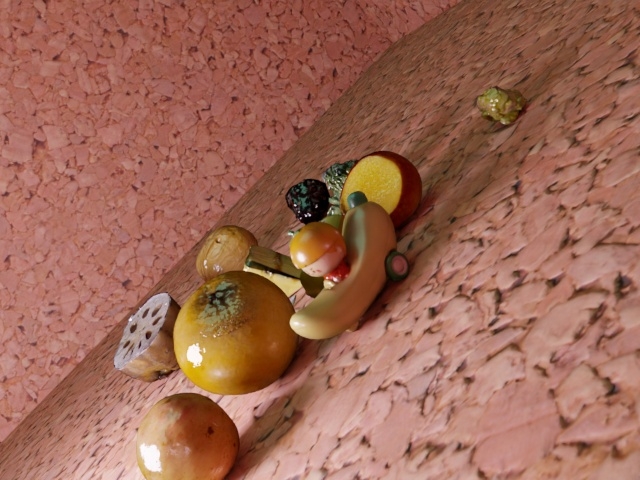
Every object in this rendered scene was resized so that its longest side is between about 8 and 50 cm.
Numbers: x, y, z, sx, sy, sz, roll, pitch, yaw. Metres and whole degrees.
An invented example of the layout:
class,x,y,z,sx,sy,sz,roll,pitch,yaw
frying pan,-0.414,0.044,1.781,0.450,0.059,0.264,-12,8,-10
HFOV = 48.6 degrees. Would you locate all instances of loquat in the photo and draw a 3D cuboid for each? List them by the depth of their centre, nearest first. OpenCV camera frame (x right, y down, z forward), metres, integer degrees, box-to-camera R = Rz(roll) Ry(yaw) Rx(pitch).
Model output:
class,x,y,z,sx,sy,sz,roll,pitch,yaw
loquat,-0.174,0.193,1.465,0.263,0.263,0.263,-40,15,13

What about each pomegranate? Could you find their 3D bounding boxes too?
class,x,y,z,sx,sy,sz,roll,pitch,yaw
pomegranate,-0.242,0.371,1.280,0.191,0.191,0.191,-40,15,13

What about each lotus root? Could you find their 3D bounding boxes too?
class,x,y,z,sx,sy,sz,roll,pitch,yaw
lotus root,-0.467,0.302,2.064,0.272,0.192,0.272,-34,26,19

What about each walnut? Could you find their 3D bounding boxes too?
class,x,y,z,sx,sy,sz,roll,pitch,yaw
walnut,-0.311,0.052,2.366,0.225,0.193,0.193,-48,15,-20

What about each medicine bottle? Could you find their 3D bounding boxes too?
class,x,y,z,sx,sy,sz,roll,pitch,yaw
medicine bottle,0.027,0.042,1.626,0.124,0.124,0.239,-36,18,25

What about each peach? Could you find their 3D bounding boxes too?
class,x,y,z,sx,sy,sz,roll,pitch,yaw
peach,0.135,-0.110,1.637,0.192,0.190,0.190,-30,2,-42

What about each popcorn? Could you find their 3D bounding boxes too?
class,x,y,z,sx,sy,sz,roll,pitch,yaw
popcorn,0.422,-0.321,1.671,0.097,0.109,0.089,-3,-63,-57

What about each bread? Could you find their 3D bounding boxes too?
class,x,y,z,sx,sy,sz,roll,pitch,yaw
bread,-0.152,0.163,1.912,0.167,0.163,0.264,-93,21,-70

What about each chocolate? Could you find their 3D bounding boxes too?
class,x,y,z,sx,sy,sz,roll,pitch,yaw
chocolate,-0.033,-0.098,2.227,0.156,0.156,0.133,-36,44,25

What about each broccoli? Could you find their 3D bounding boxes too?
class,x,y,z,sx,sy,sz,roll,pitch,yaw
broccoli,0.068,-0.086,1.863,0.198,0.177,0.274,-28,37,50

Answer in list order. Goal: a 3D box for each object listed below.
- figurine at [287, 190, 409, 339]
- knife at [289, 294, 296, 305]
class,x,y,z,sx,sy,sz,roll,pitch,yaw
figurine,0.036,0.047,1.380,0.124,0.222,0.324,-17,29,54
knife,-0.122,0.196,1.772,0.184,0.026,0.022,-40,-25,19
